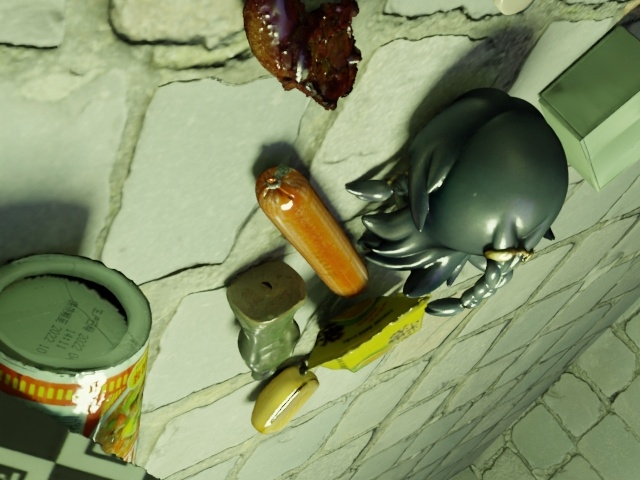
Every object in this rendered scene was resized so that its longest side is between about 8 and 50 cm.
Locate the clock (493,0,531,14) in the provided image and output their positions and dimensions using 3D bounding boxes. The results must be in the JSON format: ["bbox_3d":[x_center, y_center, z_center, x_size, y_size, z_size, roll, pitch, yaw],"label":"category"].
[{"bbox_3d":[0.213,-0.284,0.659,0.229,0.063,0.155,-51,150,21],"label":"clock"}]

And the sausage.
[{"bbox_3d":[0.000,0.000,0.872,0.053,0.053,0.348,-38,156,0],"label":"sausage"}]

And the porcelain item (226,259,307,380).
[{"bbox_3d":[-0.060,0.108,0.959,0.081,0.069,0.216,-32,155,-22],"label":"porcelain item"}]

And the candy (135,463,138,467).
[{"bbox_3d":[-0.285,0.283,0.955,0.092,0.073,0.160,-44,155,9],"label":"candy"}]

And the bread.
[{"bbox_3d":[-0.057,0.226,1.191,0.115,0.056,0.082,-51,157,16],"label":"bread"}]

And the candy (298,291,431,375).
[{"bbox_3d":[0.056,0.125,1.091,0.187,0.081,0.297,-31,177,-1],"label":"candy"}]

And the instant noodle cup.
[{"bbox_3d":[-0.223,0.129,0.665,0.193,0.193,0.212,-14,138,-42],"label":"instant noodle cup"}]

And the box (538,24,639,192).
[{"bbox_3d":[0.370,-0.161,1.060,0.129,0.086,0.225,-41,156,9],"label":"box"}]

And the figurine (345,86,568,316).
[{"bbox_3d":[0.152,-0.035,0.894,0.175,0.197,0.265,-37,152,-38],"label":"figurine"}]

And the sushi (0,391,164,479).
[{"bbox_3d":[-0.317,0.236,0.585,0.320,0.069,0.339,37,110,-22],"label":"sushi"}]

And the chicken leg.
[{"bbox_3d":[-0.014,-0.154,0.590,0.093,0.053,0.205,-64,160,2],"label":"chicken leg"}]
